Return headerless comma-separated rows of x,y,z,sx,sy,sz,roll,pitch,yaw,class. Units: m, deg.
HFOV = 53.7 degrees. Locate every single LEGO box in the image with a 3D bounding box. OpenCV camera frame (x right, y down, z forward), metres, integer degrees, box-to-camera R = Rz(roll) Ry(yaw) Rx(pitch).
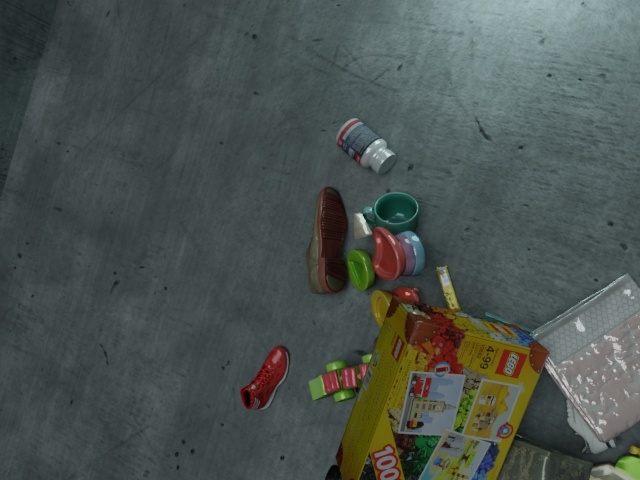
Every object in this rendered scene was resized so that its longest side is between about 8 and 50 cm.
0.301,0.436,1.638,0.373,0.193,0.499,14,102,-14,LEGO box

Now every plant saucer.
0.544,0.267,1.785,0.192,0.018,0.067,21,93,24,plant saucer

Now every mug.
0.219,-0.071,1.911,0.158,0.097,0.129,30,61,30,mug

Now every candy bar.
0.380,0.150,1.870,0.040,0.018,0.161,-20,76,17,candy bar

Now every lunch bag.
0.530,0.637,1.634,0.169,0.287,0.235,18,81,-17,lunch bag

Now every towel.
0.754,0.291,1.613,0.332,0.053,0.317,-32,70,-2,towel

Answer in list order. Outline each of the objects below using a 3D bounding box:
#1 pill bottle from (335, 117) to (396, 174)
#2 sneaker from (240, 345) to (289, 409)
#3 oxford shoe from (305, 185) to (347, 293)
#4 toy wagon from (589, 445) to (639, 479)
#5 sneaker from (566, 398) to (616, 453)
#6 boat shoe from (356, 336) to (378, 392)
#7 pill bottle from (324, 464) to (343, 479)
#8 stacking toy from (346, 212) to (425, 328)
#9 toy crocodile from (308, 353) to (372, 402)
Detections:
0.144,-0.289,1.974,0.180,0.108,0.108,43,102,22,pill bottle
-0.180,0.447,2.029,0.087,0.128,0.221,19,93,25,sneaker
0.000,0.000,2.005,0.130,0.123,0.348,-15,66,46,oxford shoe
0.753,0.683,1.620,0.267,0.068,0.344,28,96,24,toy wagon
0.687,0.444,1.669,0.095,0.090,0.235,-29,72,29,sneaker
0.213,0.328,1.865,0.130,0.132,0.355,44,102,23,boat shoe
0.126,0.739,1.864,0.219,0.123,0.122,8,88,25,pill bottle
0.205,0.072,1.874,0.279,0.131,0.308,52,146,46,stacking toy
0.093,0.394,1.818,0.341,0.105,0.115,-23,69,35,toy crocodile
